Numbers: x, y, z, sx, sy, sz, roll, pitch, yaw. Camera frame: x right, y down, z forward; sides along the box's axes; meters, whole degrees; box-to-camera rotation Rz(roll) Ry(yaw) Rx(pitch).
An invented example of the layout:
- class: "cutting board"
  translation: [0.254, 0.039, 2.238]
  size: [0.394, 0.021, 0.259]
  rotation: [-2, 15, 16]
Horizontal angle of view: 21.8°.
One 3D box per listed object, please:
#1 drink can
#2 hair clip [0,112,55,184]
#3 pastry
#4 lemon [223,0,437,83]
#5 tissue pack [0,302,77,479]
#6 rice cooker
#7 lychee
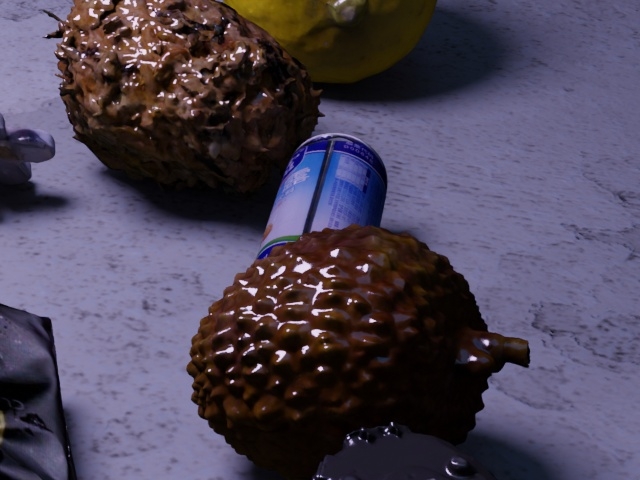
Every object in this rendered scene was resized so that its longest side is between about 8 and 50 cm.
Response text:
- class: "drink can"
  translation: [0.000, 0.000, 1.377]
  size: [0.097, 0.097, 0.235]
  rotation: [5, 29, 5]
- class: "hair clip"
  translation: [-0.366, -0.087, 1.503]
  size: [0.257, 0.075, 0.146]
  rotation: [13, -11, 12]
- class: "pastry"
  translation: [-0.130, -0.130, 1.527]
  size: [0.275, 0.193, 0.275]
  rotation: [36, 8, -6]
- class: "lemon"
  translation: [0.007, -0.295, 1.773]
  size: [0.245, 0.245, 0.320]
  rotation: [-2, 26, -7]
- class: "tissue pack"
  translation: [-0.273, 0.125, 1.053]
  size: [0.245, 0.123, 0.332]
  rotation: [16, 22, -19]
- class: "rice cooker"
  translation: [0.057, 0.198, 0.986]
  size: [0.142, 0.118, 0.203]
  rotation: [-10, 33, -20]
- class: "lychee"
  translation: [0.026, 0.079, 1.130]
  size: [0.238, 0.200, 0.200]
  rotation: [-7, 24, 22]
